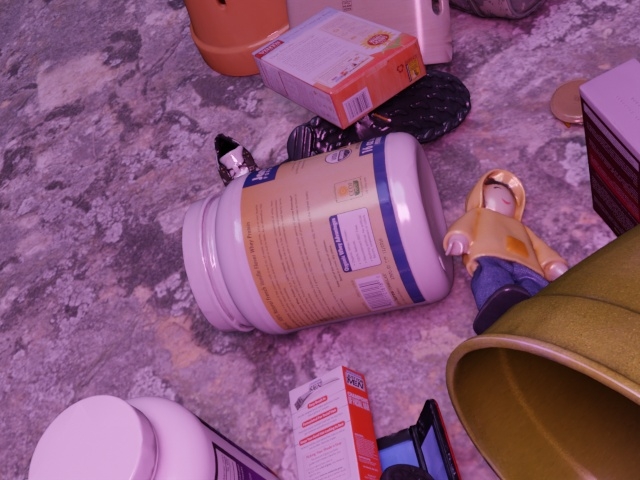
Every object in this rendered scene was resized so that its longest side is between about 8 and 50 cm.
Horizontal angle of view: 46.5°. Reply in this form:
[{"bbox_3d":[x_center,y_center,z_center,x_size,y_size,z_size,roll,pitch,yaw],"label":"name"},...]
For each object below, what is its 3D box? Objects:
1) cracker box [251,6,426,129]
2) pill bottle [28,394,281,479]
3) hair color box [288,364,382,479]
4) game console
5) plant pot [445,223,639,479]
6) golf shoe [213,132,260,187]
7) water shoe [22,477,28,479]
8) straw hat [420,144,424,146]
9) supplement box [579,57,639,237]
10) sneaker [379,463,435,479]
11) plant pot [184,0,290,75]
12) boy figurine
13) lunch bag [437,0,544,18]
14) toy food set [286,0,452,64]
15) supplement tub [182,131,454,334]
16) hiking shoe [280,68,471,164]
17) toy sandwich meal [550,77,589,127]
[{"bbox_3d":[0.022,-0.263,1.109,0.155,0.067,0.232,-35,41,-14],"label":"cracker box"},{"bbox_3d":[-0.163,0.286,0.814,0.181,0.323,0.181,-12,53,17],"label":"pill bottle"},{"bbox_3d":[0.018,0.250,0.915,0.093,0.053,0.167,-32,49,28],"label":"hair color box"},{"bbox_3d":[0.102,0.275,0.858,0.085,0.124,0.144,-5,52,-11],"label":"game console"},{"bbox_3d":[0.371,0.116,0.699,0.353,0.366,0.366,-41,50,-21],"label":"plant pot"},{"bbox_3d":[-0.128,-0.096,1.210,0.077,0.094,0.198,-35,52,-2],"label":"golf shoe"},{"bbox_3d":[-0.340,0.368,1.003,0.203,0.073,0.080,-3,59,24],"label":"water shoe"},{"bbox_3d":[0.099,-0.094,1.113,0.144,0.144,0.061,-18,93,13],"label":"straw hat"},{"bbox_3d":[0.374,-0.077,0.868,0.073,0.239,0.130,-27,51,4],"label":"supplement box"},{"bbox_3d":[0.095,0.335,0.747,0.084,0.097,0.235,14,29,-8],"label":"sneaker"},{"bbox_3d":[-0.144,-0.490,1.416,0.291,0.203,0.291,-12,53,17],"label":"plant pot"},{"bbox_3d":[0.239,0.014,0.938,0.177,0.092,0.285,18,36,-7],"label":"boy figurine"},{"bbox_3d":[0.299,-0.529,1.246,0.305,0.212,0.256,-45,34,-10],"label":"lunch bag"},{"bbox_3d":[0.069,-0.395,1.243,0.306,0.220,0.092,3,16,36],"label":"toy food set"},{"bbox_3d":[0.000,0.000,0.996,0.316,0.228,0.228,-14,53,16],"label":"supplement tub"},{"bbox_3d":[0.082,-0.187,1.162,0.304,0.113,0.132,-18,8,-9],"label":"hiking shoe"},{"bbox_3d":[0.375,-0.201,1.091,0.085,0.029,0.086,-10,59,16],"label":"toy sandwich meal"}]
